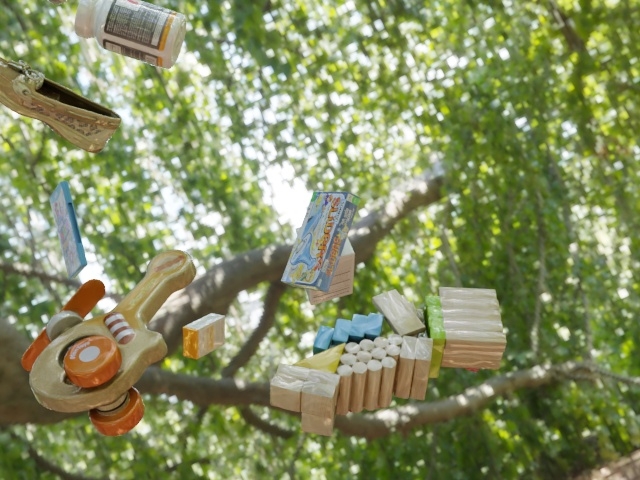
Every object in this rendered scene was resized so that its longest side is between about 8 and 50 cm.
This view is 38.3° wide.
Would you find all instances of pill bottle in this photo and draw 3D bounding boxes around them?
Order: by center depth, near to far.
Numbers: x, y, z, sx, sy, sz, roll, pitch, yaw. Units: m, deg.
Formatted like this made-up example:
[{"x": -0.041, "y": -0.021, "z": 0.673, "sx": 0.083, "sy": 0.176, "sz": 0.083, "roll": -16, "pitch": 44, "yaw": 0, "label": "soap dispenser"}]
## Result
[{"x": -0.524, "y": -0.588, "z": 2.550, "sx": 0.278, "sy": 0.162, "sz": 0.162, "roll": 18, "pitch": -13, "yaw": -3, "label": "pill bottle"}]

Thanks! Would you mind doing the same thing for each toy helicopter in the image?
[{"x": -0.333, "y": 0.135, "z": 1.493, "sx": 0.235, "sy": 0.140, "sz": 0.355, "roll": 10, "pitch": 43, "yaw": 29, "label": "toy helicopter"}]

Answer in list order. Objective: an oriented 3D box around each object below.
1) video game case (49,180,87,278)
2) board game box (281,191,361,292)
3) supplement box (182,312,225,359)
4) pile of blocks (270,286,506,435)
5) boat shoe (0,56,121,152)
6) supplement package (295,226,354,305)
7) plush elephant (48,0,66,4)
[{"x": -0.482, "y": -0.018, "z": 1.760, "sx": 0.015, "sy": 0.166, "sz": 0.119, "roll": -11, "pitch": -9, "yaw": -28, "label": "video game case"}, {"x": 0.000, "y": 0.000, "z": 1.857, "sx": 0.035, "sy": 0.201, "sz": 0.136, "roll": 25, "pitch": -11, "yaw": -31, "label": "board game box"}, {"x": -0.230, "y": 0.188, "z": 1.823, "sx": 0.036, "sy": 0.062, "sz": 0.098, "roll": 9, "pitch": 16, "yaw": 27, "label": "supplement box"}, {"x": 0.091, "y": 0.167, "z": 1.285, "sx": 0.362, "sy": 0.149, "sz": 0.112, "roll": -14, "pitch": -46, "yaw": -19, "label": "pile of blocks"}, {"x": -0.514, "y": -0.275, "z": 1.739, "sx": 0.285, "sy": 0.104, "sz": 0.089, "roll": 31, "pitch": -64, "yaw": -30, "label": "boat shoe"}, {"x": 0.010, "y": 0.046, "z": 2.032, "sx": 0.105, "sy": 0.105, "sz": 0.179, "roll": -16, "pitch": -30, "yaw": -10, "label": "supplement package"}, {"x": -0.434, "y": -0.653, "z": 1.798, "sx": 0.255, "sy": 0.272, "sz": 0.330, "roll": -4, "pitch": 30, "yaw": 41, "label": "plush elephant"}]
